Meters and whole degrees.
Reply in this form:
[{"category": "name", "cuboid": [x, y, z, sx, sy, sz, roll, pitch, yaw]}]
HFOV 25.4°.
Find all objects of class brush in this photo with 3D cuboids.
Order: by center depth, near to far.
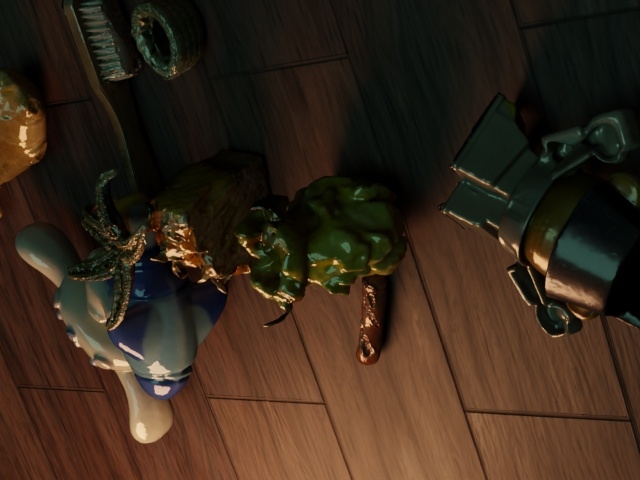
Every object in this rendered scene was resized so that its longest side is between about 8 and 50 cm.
[{"category": "brush", "cuboid": [-0.272, -0.202, 1.981, 0.065, 0.070, 0.327, -1, 116, 31]}]

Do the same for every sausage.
[{"category": "sausage", "cuboid": [0.068, 0.108, 1.893, 0.036, 0.042, 0.157, 2, 127, -3]}]

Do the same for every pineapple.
[{"category": "pineapple", "cuboid": [-0.137, -0.031, 1.910, 0.115, 0.186, 0.236, 16, 168, 28]}]

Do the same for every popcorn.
[{"category": "popcorn", "cuboid": [0.008, 0.004, 1.761, 0.168, 0.195, 0.173, 30, 128, 35]}]

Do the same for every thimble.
[{"category": "thimble", "cuboid": [-0.200, -0.269, 1.870, 0.084, 0.062, 0.109, 7, 119, 39]}]

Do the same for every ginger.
[{"category": "ginger", "cuboid": [-0.540, -0.135, 2.233, 0.363, 0.122, 0.348, 11, 124, 30]}]

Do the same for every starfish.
[{"category": "starfish", "cuboid": [-0.272, 0.013, 1.897, 0.238, 0.057, 0.213, -9, 91, 53]}]

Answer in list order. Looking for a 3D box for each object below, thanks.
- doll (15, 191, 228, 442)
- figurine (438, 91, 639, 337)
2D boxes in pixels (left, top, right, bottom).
[{"category": "doll", "cuboid": [-0.285, 0.106, 2.090, 0.376, 0.187, 0.366, 43, 146, -12]}, {"category": "figurine", "cuboid": [0.273, -0.015, 1.558, 0.308, 0.143, 0.308, 39, 154, 24]}]
